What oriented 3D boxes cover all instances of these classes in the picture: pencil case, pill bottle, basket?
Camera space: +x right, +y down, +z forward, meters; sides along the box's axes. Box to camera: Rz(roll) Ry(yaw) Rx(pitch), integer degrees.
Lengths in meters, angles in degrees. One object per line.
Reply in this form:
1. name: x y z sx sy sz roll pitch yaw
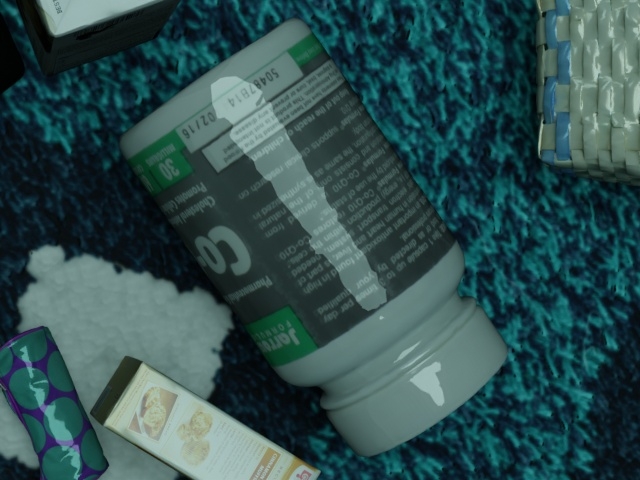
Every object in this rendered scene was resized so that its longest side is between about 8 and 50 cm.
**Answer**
1. pencil case: -0.248 0.156 1.597 0.070 0.064 0.151 -27 94 -28
2. pill bottle: 0.000 0.000 1.588 0.204 0.204 0.361 -36 95 -12
3. basket: 0.349 -0.162 1.657 0.289 0.201 0.254 2 88 19

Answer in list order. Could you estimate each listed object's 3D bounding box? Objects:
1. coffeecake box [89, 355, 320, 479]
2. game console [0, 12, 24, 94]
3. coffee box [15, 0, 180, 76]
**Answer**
1. coffeecake box: -0.106 0.181 1.587 0.185 0.142 0.068 32 82 -9
2. game console: -0.338 -0.170 1.584 0.107 0.071 0.122 26 42 14
3. coffee box: -0.206 -0.249 1.502 0.119 0.297 0.168 -20 93 -9
